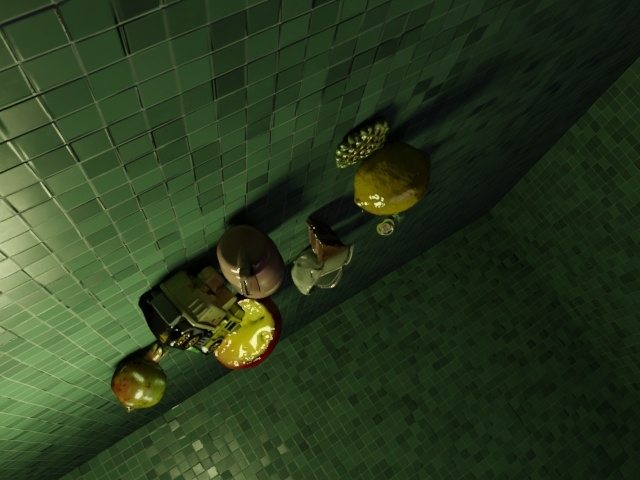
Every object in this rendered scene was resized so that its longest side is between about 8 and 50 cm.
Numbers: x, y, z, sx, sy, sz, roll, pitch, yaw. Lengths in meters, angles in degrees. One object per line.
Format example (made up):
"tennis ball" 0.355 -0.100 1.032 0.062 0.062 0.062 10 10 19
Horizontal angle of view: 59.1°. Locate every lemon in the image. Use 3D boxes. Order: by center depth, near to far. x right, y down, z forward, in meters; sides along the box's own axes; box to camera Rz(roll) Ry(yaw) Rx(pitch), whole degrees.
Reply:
"lemon" 0.211 -0.182 1.670 0.260 0.204 0.204 -33 166 0

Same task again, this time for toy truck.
"toy truck" -0.367 0.209 1.724 0.254 0.181 0.405 -41 163 -5

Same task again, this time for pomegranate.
"pomegranate" -0.630 0.492 2.025 0.246 0.198 0.198 -38 166 6

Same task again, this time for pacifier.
"pacifier" 0.295 -0.061 2.552 0.083 0.068 0.064 -37 -168 9

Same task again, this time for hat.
"hat" 0.011 0.089 2.157 0.275 0.161 0.232 -31 -167 23

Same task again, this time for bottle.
"bottle" -0.193 0.071 1.591 0.173 0.207 0.297 -10 163 -2

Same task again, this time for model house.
"model house" 0.317 -0.116 2.359 0.066 0.083 0.079 -28 166 -17

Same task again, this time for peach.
"peach" -0.278 0.345 2.171 0.281 0.281 0.338 -24 167 -35

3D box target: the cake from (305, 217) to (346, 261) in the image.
"cake" 0.000 0.000 1.962 0.112 0.116 0.295 -36 166 4

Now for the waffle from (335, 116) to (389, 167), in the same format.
"waffle" 0.112 -0.259 1.528 0.169 0.036 0.183 -31 165 -5

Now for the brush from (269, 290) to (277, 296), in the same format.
"brush" -0.256 0.261 2.434 0.178 0.030 0.033 -24 153 -35

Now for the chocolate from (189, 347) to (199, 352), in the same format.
"chocolate" -0.470 0.413 2.320 0.110 0.110 0.291 -37 163 12

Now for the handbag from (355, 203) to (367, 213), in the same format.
"handbag" 0.241 -0.188 2.007 0.179 0.062 0.229 -17 158 -42
